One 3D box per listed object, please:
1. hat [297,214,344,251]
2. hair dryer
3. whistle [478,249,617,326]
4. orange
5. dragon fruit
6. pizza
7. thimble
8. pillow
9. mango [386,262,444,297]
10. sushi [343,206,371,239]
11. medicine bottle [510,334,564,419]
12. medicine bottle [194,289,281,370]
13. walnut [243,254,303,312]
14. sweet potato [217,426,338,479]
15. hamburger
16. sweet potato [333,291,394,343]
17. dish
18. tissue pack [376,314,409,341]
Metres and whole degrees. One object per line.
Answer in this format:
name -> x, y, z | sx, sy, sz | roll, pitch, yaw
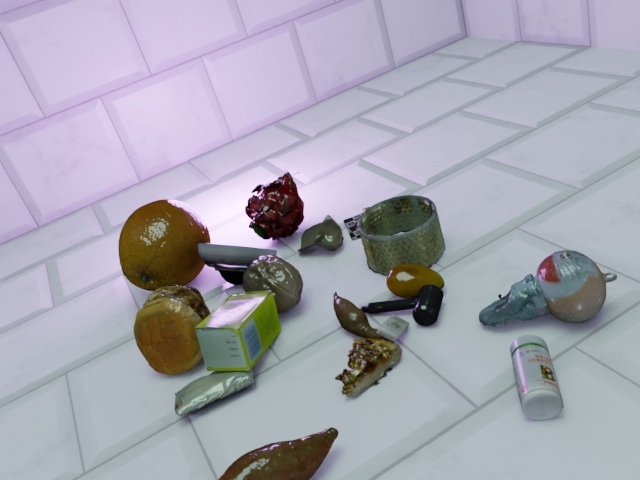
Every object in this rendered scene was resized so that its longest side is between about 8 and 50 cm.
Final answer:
hat -> 0.000, 0.000, 2.184 | 0.175, 0.085, 0.147 | -27, 31, 36
hair dryer -> 0.215, 0.189, 1.719 | 0.248, 0.071, 0.114 | -8, 30, 26
whistle -> 0.555, 0.127, 1.533 | 0.347, 0.189, 0.189 | -20, 26, 20
orange -> -0.567, 0.023, 2.217 | 0.322, 0.322, 0.357 | -6, 40, 22
dragon fruit -> -0.152, -0.136, 2.310 | 0.234, 0.233, 0.293 | 24, 85, 51
pizza -> 0.103, 0.314, 1.554 | 0.154, 0.069, 0.194 | 4, 34, 34
thimble -> 0.258, -0.021, 1.966 | 0.270, 0.150, 0.271 | -14, 29, 8
pillow -> -0.286, 0.396, 1.658 | 0.229, 0.051, 0.128 | -23, 19, -12
mango -> 0.273, 0.117, 1.786 | 0.163, 0.089, 0.111 | -6, 41, 2
sushi -> 0.191, -0.087, 2.236 | 0.210, 0.040, 0.193 | -19, 29, 0
medicine bottle -> 0.472, 0.298, 1.350 | 0.086, 0.086, 0.183 | -11, 30, 14
medicine bottle -> -0.224, 0.252, 1.738 | 0.137, 0.141, 0.250 | -8, 16, 22
walnut -> -0.144, 0.141, 1.912 | 0.178, 0.178, 0.230 | -33, 36, -25
sweet potato -> -0.106, 0.493, 1.308 | 0.336, 0.131, 0.131 | -32, 31, -26
hamburger -> -0.431, 0.259, 1.801 | 0.244, 0.244, 0.163 | -5, 21, 24
sweet potato -> 0.104, 0.231, 1.705 | 0.074, 0.075, 0.269 | -31, 41, -22
dish -> -0.290, 0.086, 2.115 | 0.273, 0.134, 0.273 | 5, -4, 0
tissue pack -> 0.195, 0.233, 1.638 | 0.056, 0.023, 0.108 | 25, 24, 20
